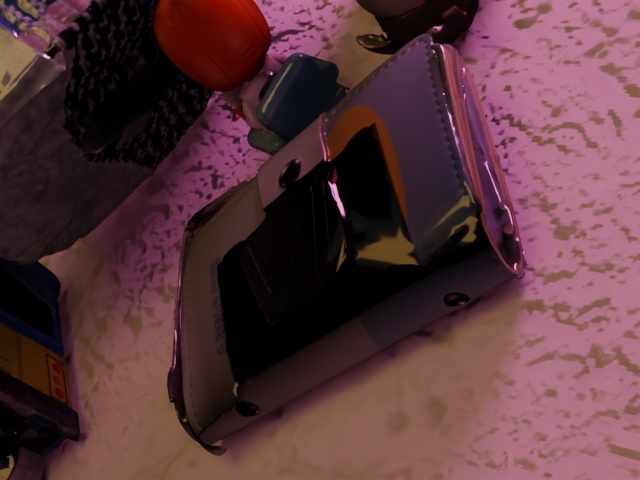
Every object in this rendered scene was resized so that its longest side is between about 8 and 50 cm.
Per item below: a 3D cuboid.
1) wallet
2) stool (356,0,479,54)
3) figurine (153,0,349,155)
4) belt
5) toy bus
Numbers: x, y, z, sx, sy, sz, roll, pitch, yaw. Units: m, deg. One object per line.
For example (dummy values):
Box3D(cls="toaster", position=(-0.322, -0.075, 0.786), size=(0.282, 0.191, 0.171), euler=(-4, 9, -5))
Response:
Box3D(cls="wallet", position=(0.000, 0.000, 0.933), size=(0.231, 0.069, 0.170), euler=(-33, 45, 29))
Box3D(cls="stool", position=(0.043, -0.198, 1.004), size=(0.125, 0.121, 0.217), euler=(-26, 39, 31))
Box3D(cls="figurine", position=(-0.046, -0.105, 1.007), size=(0.068, 0.140, 0.075), euler=(-55, 35, -7))
Box3D(cls="belt", position=(-0.167, -0.114, 1.072), size=(0.150, 0.207, 0.257), euler=(34, 66, 20))
Box3D(cls="toy bus", position=(-0.303, 0.130, 1.113), size=(0.288, 0.138, 0.175), euler=(-40, 39, 20))
